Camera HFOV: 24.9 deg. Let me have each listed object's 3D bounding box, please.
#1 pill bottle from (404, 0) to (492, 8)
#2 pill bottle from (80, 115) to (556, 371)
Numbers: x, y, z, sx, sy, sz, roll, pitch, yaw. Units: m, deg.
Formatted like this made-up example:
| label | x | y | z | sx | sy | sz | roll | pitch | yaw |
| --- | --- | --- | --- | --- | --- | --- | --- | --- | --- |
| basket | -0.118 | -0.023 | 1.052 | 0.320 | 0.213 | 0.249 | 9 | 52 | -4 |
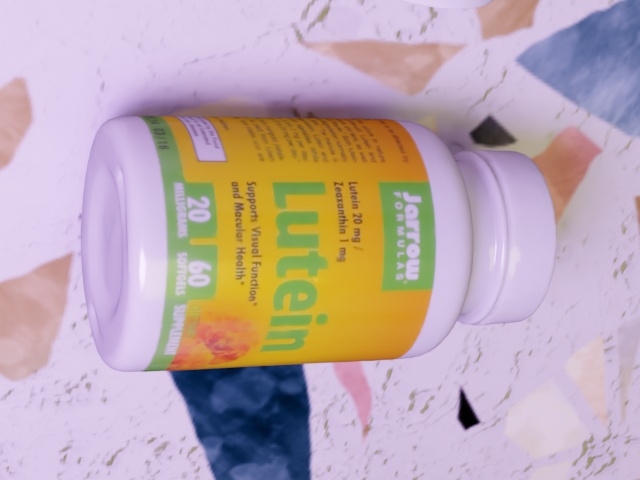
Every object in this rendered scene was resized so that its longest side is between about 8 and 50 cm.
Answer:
| label | x | y | z | sx | sy | sz | roll | pitch | yaw |
| --- | --- | --- | --- | --- | --- | --- | --- | --- | --- |
| pill bottle | 0.074 | -0.245 | 0.661 | 0.146 | 0.146 | 0.264 | 1 | 122 | -22 |
| pill bottle | 0.000 | 0.000 | 0.806 | 0.245 | 0.136 | 0.136 | -1 | 123 | -21 |
